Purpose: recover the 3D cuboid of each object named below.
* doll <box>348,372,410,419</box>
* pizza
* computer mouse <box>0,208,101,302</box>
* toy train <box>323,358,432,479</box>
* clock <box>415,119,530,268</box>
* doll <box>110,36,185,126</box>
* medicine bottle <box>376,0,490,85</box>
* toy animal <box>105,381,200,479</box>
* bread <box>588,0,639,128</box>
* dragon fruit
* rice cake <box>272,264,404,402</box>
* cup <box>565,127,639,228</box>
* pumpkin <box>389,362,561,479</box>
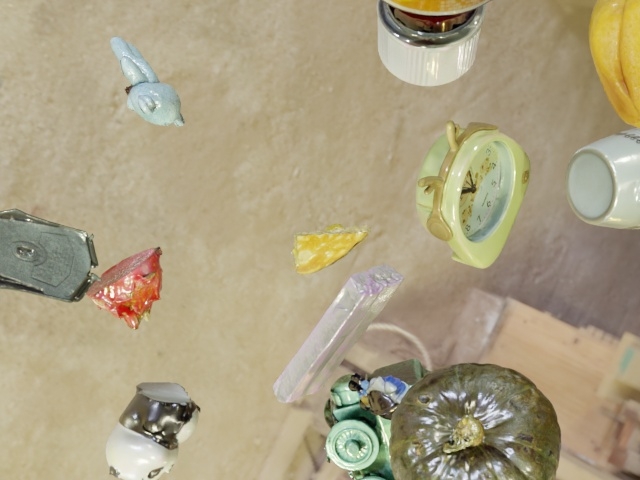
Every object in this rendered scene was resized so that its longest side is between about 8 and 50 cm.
[{"bbox_3d":[0.102,0.249,1.535,0.070,0.195,0.096,-41,102,-19],"label":"doll"},{"bbox_3d":[0.000,0.000,1.301,0.123,0.026,0.108,-33,147,17],"label":"pizza"},{"bbox_3d":[-0.452,0.026,1.515,0.231,0.071,0.126,15,74,-29],"label":"computer mouse"},{"bbox_3d":[0.135,0.368,1.733,0.238,0.167,0.299,-18,104,8],"label":"toy train"},{"bbox_3d":[0.259,-0.099,1.738,0.308,0.096,0.235,34,79,-52],"label":"clock"},{"bbox_3d":[-0.295,-0.250,1.581,0.075,0.180,0.120,-48,158,14],"label":"doll"},{"bbox_3d":[0.176,-0.403,1.451,0.242,0.242,0.395,-47,155,-19],"label":"medicine bottle"},{"bbox_3d":[-0.302,0.350,1.762,0.166,0.138,0.179,34,79,-81],"label":"toy animal"},{"bbox_3d":[0.432,-0.212,0.986,0.132,0.294,0.166,-22,99,-47],"label":"bread"},{"bbox_3d":[-0.320,0.091,1.707,0.153,0.153,0.111,-39,110,-27],"label":"dragon fruit"},{"bbox_3d":[0.023,0.160,1.632,0.106,0.050,0.298,-13,145,-50],"label":"rice cake"},{"bbox_3d":[0.570,-0.098,1.648,0.234,0.258,0.186,-9,107,-27],"label":"cup"},{"bbox_3d":[0.192,0.256,1.223,0.223,0.224,0.157,-48,152,-18],"label":"pumpkin"}]
